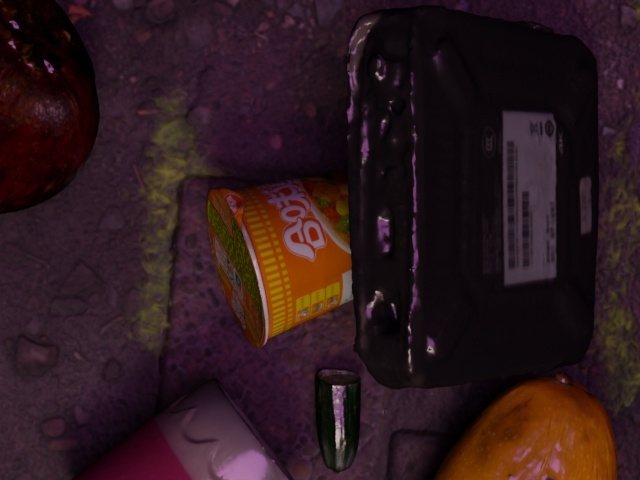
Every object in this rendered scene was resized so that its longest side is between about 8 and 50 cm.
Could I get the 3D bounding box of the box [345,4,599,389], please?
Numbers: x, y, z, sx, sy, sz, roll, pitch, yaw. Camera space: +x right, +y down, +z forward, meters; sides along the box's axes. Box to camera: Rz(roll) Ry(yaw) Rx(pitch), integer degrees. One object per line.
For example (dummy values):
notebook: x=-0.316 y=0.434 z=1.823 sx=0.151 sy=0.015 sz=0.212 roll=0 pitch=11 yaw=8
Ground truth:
box: x=0.164 y=-0.044 z=1.183 sx=0.350 sy=0.091 sz=0.359 roll=-3 pitch=94 yaw=-47

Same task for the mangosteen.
mangosteen: x=-0.334 y=-0.123 z=1.132 sx=0.261 sy=0.235 sz=0.235 roll=-31 pitch=100 yaw=36

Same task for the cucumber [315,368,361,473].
cucumber: x=0.020 y=0.187 z=1.269 sx=0.048 sy=0.048 sz=0.105 roll=-2 pitch=95 yaw=-10

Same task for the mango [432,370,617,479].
mango: x=0.186 y=0.302 z=1.253 sx=0.187 sy=0.144 sz=0.359 roll=24 pitch=94 yaw=-21

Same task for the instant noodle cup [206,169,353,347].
instant noodle cup: x=0.000 y=0.000 z=1.210 sx=0.185 sy=0.168 sz=0.168 roll=-17 pitch=95 yaw=-17

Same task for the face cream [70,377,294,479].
face cream: x=-0.129 y=0.254 z=1.181 sx=0.195 sy=0.175 sz=0.175 roll=-37 pitch=98 yaw=-7
